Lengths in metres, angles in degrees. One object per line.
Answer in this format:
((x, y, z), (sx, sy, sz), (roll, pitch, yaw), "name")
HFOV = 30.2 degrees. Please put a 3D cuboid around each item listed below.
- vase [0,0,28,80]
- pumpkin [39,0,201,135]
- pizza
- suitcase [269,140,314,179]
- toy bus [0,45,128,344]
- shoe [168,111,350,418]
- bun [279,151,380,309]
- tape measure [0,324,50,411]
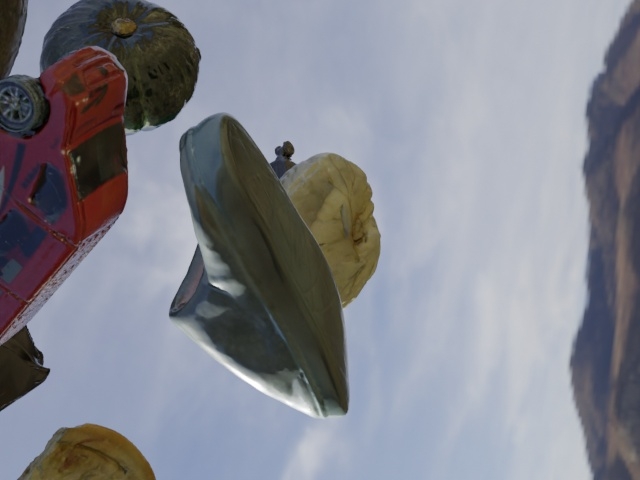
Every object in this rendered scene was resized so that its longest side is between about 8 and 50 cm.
((-0.354, -0.143, 0.947), (0.329, 0.241, 0.302), (-141, 49, -73), "vase")
((-0.264, -0.231, 1.566), (0.152, 0.212, 0.211), (118, 174, -50), "pumpkin")
((-0.303, 0.318, 1.389), (0.262, 0.034, 0.181), (-27, -74, -39), "pizza")
((-0.075, 0.013, 1.927), (0.128, 0.202, 0.312), (29, -135, -42), "suitcase")
((-0.170, -0.024, 0.694), (0.195, 0.089, 0.081), (-46, 1, 27), "toy bus")
((-0.042, 0.021, 0.624), (0.079, 0.078, 0.195), (-89, -18, -48), "shoe")
((0.000, 0.000, 1.266), (0.188, 0.111, 0.164), (-57, -46, -29), "bun")
((-0.368, 0.078, 1.157), (0.112, 0.186, 0.199), (-33, -73, -45), "tape measure")
